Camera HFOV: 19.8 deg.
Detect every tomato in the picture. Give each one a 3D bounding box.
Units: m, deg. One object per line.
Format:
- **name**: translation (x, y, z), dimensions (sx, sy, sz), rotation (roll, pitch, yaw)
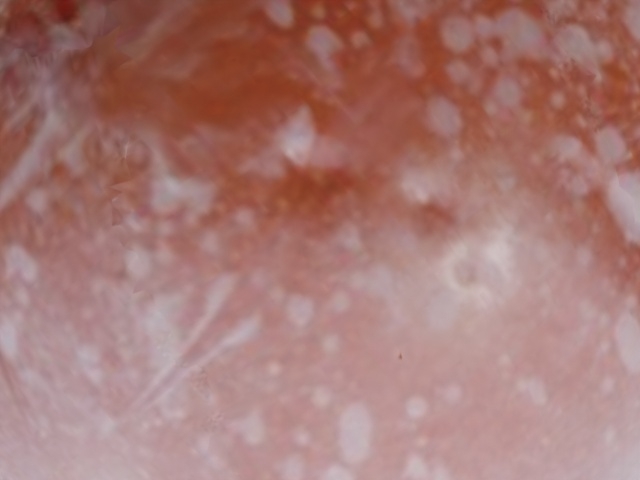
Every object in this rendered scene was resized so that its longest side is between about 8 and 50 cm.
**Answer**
- **tomato**: translation (0.000, 0.000, 0.508), dimensions (0.270, 0.227, 0.270), rotation (-32, -179, 1)
